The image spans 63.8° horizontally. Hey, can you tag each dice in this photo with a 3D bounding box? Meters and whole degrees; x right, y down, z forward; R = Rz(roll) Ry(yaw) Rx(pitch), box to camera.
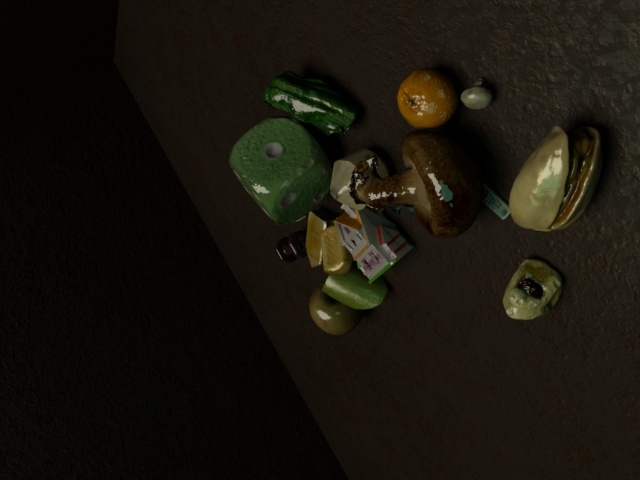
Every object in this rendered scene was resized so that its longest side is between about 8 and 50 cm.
[{"bbox_3d":[-0.152,-0.280,2.086,0.322,0.318,0.330,48,172,25],"label":"dice"}]

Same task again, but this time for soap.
[{"bbox_3d":[0.000,0.000,2.326,0.160,0.080,0.257,42,132,52],"label":"soap"}]

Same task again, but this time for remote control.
[{"bbox_3d":[0.517,-0.118,1.535,0.124,0.018,0.053,49,149,20],"label":"remote control"}]

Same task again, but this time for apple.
[{"bbox_3d":[0.076,0.312,2.388,0.257,0.257,0.233,45,161,28],"label":"apple"}]

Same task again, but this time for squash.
[{"bbox_3d":[0.151,0.201,2.247,0.261,0.189,0.189,26,144,6],"label":"squash"}]

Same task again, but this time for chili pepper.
[{"bbox_3d":[-0.024,-0.512,1.906,0.385,0.213,0.167,29,97,16],"label":"chili pepper"}]

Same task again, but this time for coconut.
[{"bbox_3d":[0.132,-0.217,1.854,0.202,0.222,0.202,42,151,30],"label":"coconut"}]

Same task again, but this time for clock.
[{"bbox_3d":[0.185,-0.022,2.009,0.309,0.166,0.235,49,150,6],"label":"clock"}]

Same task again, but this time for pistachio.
[{"bbox_3d":[0.575,-0.145,1.266,0.187,0.188,0.299,40,139,33],"label":"pistachio"}]

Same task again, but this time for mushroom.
[{"bbox_3d":[0.294,-0.169,1.526,0.334,0.357,0.330,-109,21,-49],"label":"mushroom"},{"bbox_3d":[0.424,-0.399,1.391,0.085,0.085,0.079,-2,79,59],"label":"mushroom"}]

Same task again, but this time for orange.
[{"bbox_3d":[0.307,-0.405,1.484,0.177,0.155,0.177,55,162,28],"label":"orange"}]

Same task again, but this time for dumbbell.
[{"bbox_3d":[-0.133,0.034,2.606,0.225,0.124,0.140,-20,98,61],"label":"dumbbell"}]

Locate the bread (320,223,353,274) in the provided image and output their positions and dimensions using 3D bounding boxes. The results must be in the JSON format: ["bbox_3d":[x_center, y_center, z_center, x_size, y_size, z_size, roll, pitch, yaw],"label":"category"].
[{"bbox_3d":[0.074,0.041,2.159,0.147,0.098,0.217,-17,63,32],"label":"bread"}]

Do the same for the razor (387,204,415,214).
[{"bbox_3d":[0.328,-0.108,1.837,0.066,0.033,0.190,25,172,-39],"label":"razor"}]

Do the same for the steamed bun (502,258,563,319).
[{"bbox_3d":[0.601,0.159,1.503,0.141,0.155,0.172,39,145,33],"label":"steamed bun"}]

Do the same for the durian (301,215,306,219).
[{"bbox_3d":[-0.127,-0.164,2.407,0.144,0.139,0.252,52,150,8],"label":"durian"}]
